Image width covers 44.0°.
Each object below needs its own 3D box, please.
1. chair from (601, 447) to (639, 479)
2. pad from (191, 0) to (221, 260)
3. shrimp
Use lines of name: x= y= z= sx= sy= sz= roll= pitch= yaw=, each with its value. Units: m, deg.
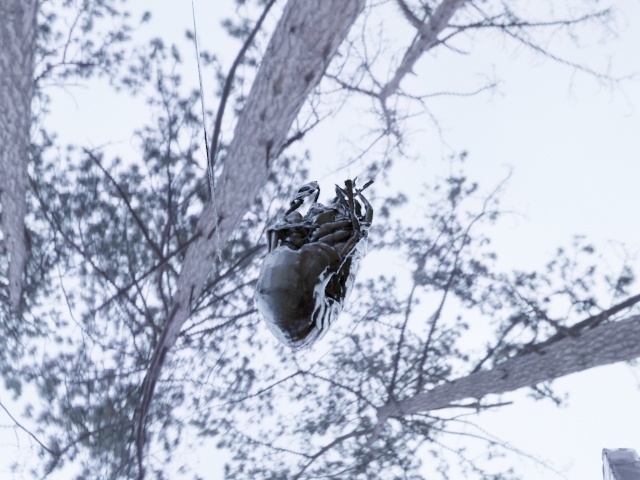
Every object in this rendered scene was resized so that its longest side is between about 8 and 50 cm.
chair: x=0.204 y=0.228 z=0.217 sx=0.203 sy=0.416 sz=0.241 roll=-2 pitch=-89 yaw=13
pad: x=-0.125 y=-0.123 z=0.865 sx=0.004 sy=0.181 sz=0.267 roll=-7 pitch=-131 yaw=-7
shrimp: x=0.000 y=0.000 z=0.439 sx=0.056 sy=0.065 sz=0.165 roll=-4 pitch=-144 yaw=13
